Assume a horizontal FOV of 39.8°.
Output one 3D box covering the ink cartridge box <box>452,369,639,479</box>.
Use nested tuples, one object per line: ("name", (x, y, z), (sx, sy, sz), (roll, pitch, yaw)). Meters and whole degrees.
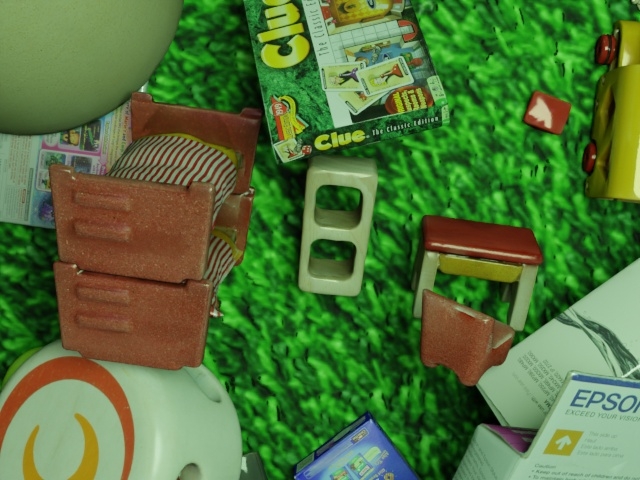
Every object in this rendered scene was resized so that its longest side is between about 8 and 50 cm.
("ink cartridge box", (0.244, 0.231, 0.700), (0.324, 0.071, 0.330), (10, 115, -22))

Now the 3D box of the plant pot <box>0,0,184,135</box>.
("plant pot", (-0.266, -0.239, 0.712), (0.284, 0.191, 0.284), (0, 88, 1))

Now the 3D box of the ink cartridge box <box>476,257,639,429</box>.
("ink cartridge box", (0.273, 0.124, 0.749), (0.237, 0.100, 0.172), (-35, 124, 2))

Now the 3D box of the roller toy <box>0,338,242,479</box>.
("roller toy", (-0.170, 0.183, 0.748), (0.191, 0.146, 0.209), (-17, 69, 21))

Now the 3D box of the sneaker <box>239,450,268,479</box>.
("sneaker", (-0.127, 0.284, 0.818), (0.222, 0.083, 0.118), (-26, 74, 9))

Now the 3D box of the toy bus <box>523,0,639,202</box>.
("toy bus", (0.296, -0.121, 0.766), (0.191, 0.104, 0.202), (-40, 93, 2))

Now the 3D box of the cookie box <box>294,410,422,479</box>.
("cookie box", (0.042, 0.230, 0.821), (0.092, 0.040, 0.107), (-37, 92, 2))

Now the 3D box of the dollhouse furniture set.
("dollhouse furniture set", (0.000, 0.000, 0.709), (0.374, 0.201, 0.152), (7, 115, 1))

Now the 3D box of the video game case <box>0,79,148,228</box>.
("video game case", (-0.238, -0.089, 0.817), (0.143, 0.019, 0.157), (8, 93, 0))

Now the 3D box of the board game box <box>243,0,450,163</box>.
("board game box", (0.008, -0.180, 0.728), (0.136, 0.030, 0.260), (-15, 54, 2))
